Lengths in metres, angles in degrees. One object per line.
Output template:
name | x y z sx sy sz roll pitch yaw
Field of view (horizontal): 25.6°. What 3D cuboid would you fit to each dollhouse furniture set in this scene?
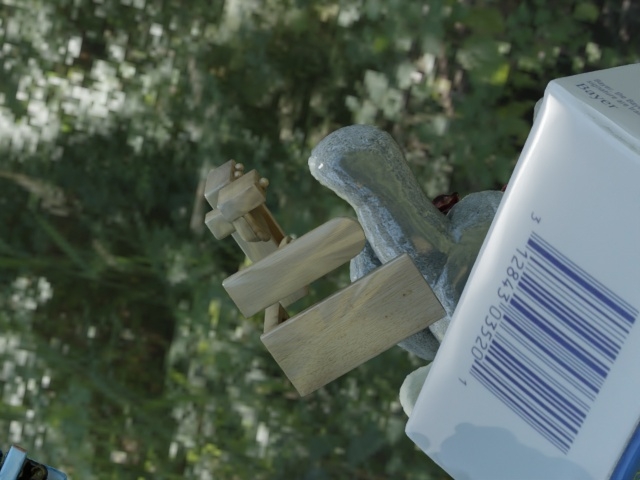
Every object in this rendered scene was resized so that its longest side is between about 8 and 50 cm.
dollhouse furniture set | 0.000 0.000 1.064 0.123 0.144 0.151 -30 19 11

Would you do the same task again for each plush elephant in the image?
plush elephant | 0.164 0.041 1.293 0.255 0.272 0.330 102 148 -79

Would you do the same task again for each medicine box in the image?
medicine box | 0.232 0.029 0.894 0.149 0.289 0.263 40 127 32

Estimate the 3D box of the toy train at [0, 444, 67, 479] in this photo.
toy train | -0.215 0.177 0.950 0.184 0.105 0.080 133 158 -70
